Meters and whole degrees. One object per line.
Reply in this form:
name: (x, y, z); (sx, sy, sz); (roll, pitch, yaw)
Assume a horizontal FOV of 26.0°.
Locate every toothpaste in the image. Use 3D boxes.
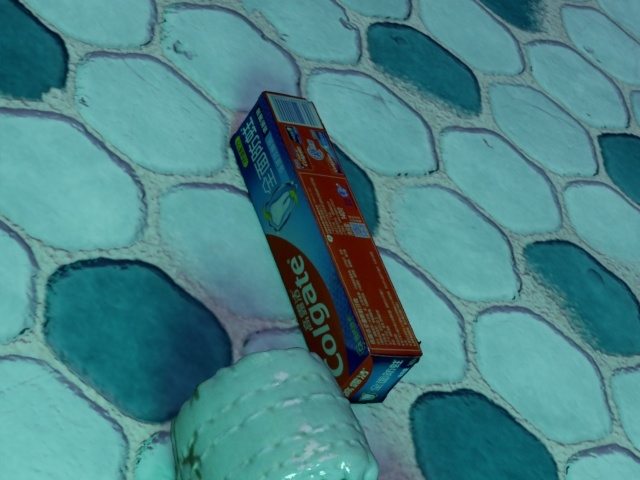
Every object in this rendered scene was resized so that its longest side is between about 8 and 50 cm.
toothpaste: (-0.001, 0.000, 1.300); (0.066, 0.076, 0.320); (7, 46, -34)

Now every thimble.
thimble: (-0.035, 0.166, 1.029); (0.127, 0.151, 0.118); (-9, 54, -28)
